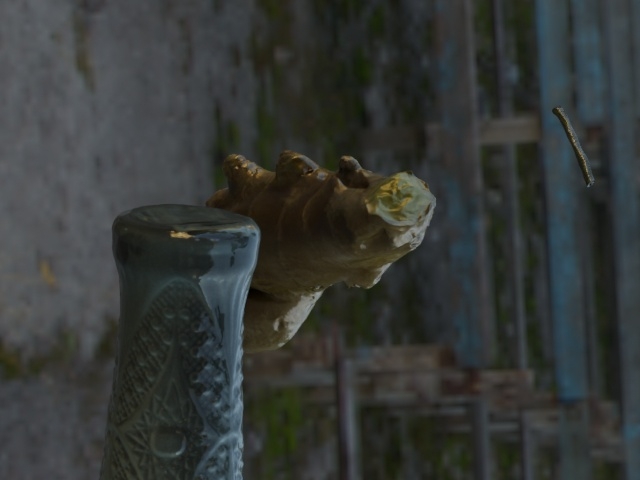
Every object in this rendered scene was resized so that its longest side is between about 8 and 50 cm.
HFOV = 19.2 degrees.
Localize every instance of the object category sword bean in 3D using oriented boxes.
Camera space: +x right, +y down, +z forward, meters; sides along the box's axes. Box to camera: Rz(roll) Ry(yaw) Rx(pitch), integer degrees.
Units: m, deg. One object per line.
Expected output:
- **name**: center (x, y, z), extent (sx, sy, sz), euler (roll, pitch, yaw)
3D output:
- **sword bean**: center (0.211, -0.079, 1.572), extent (0.012, 0.012, 0.083), euler (73, -1, -57)

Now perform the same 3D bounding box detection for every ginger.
- **ginger**: center (-0.009, -0.009, 1.244), extent (0.081, 0.205, 0.115), euler (15, 54, -40)

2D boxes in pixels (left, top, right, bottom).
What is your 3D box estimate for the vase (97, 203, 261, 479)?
- **vase**: center (-0.074, 0.094, 0.964), extent (0.096, 0.096, 0.219), euler (-53, 149, -76)
